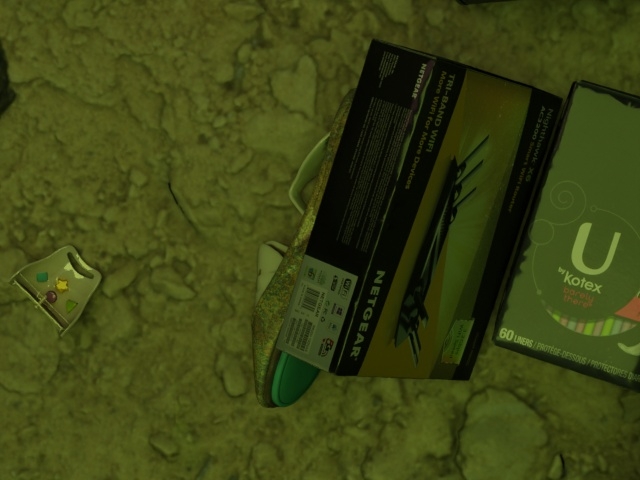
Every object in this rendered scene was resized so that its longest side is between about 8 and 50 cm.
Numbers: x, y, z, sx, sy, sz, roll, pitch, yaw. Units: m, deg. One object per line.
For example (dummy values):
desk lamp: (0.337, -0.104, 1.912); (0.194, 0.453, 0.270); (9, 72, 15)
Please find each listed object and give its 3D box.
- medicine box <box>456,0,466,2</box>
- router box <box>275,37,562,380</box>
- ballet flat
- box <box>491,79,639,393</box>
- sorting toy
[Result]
medicine box: (0.246, -0.306, 1.656); (0.264, 0.289, 0.149); (-4, 94, 8)
router box: (0.100, -0.021, 1.722); (0.081, 0.243, 0.308); (23, 99, 35)
ballet flat: (0.000, 0.000, 1.815); (0.123, 0.123, 0.348); (28, 98, 5)
box: (0.285, -0.008, 1.751); (0.165, 0.143, 0.270); (17, 96, 5)
sorting toy: (-0.273, 0.047, 1.883); (0.075, 0.045, 0.083); (-45, 88, 1)
